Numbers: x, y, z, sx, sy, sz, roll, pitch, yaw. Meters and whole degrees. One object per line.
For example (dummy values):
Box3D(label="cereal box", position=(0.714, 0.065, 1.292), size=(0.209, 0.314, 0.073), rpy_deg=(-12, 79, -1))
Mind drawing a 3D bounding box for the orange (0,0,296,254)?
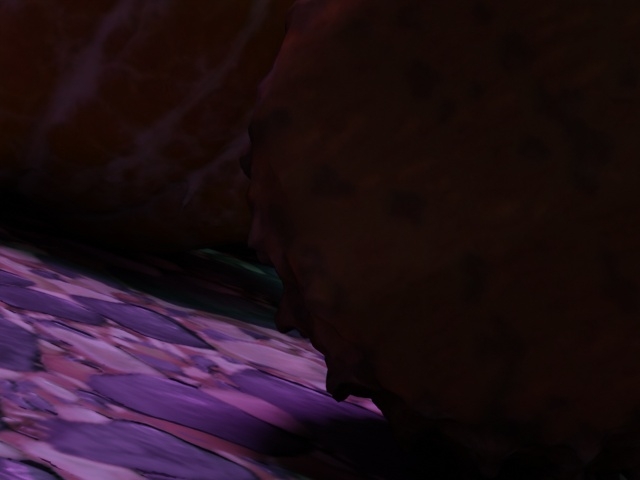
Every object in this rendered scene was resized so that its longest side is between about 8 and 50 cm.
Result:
Box3D(label="orange", position=(-0.102, -0.132, 0.987), size=(0.329, 0.249, 0.329), rpy_deg=(38, 3, -3))

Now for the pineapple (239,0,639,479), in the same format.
Box3D(label="pineapple", position=(0.093, 0.004, 0.731), size=(0.202, 0.202, 0.362), rpy_deg=(20, -7, 13))

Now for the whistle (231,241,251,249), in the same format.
Box3D(label="whistle", position=(-0.064, -0.035, 1.246), size=(0.126, 0.067, 0.258), rpy_deg=(25, -2, -17))
